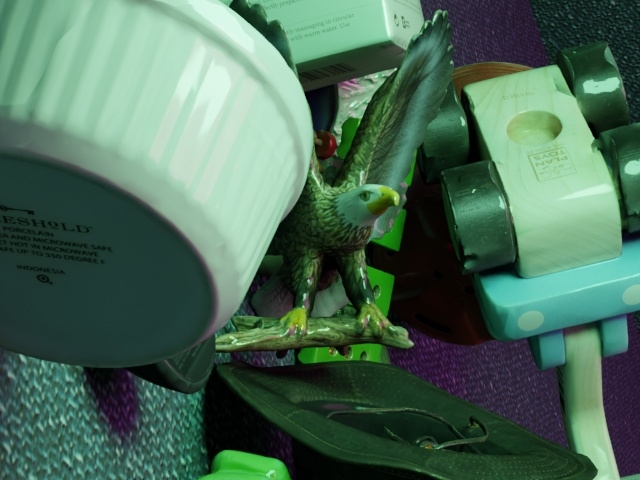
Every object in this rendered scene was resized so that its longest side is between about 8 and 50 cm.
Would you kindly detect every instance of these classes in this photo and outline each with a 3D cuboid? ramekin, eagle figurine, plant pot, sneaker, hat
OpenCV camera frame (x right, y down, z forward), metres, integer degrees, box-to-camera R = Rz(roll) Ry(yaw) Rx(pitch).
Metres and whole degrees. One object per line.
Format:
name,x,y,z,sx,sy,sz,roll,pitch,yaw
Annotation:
ramekin,-0.147,-0.035,1.125,0.273,0.273,0.127,59,36,-46
eagle figurine,0.008,-0.051,1.690,0.226,0.225,0.298,11,74,-61
plant pot,0.189,-0.029,2.267,0.265,0.272,0.272,-63,137,-54
sneaker,0.011,-0.154,2.003,0.146,0.102,0.293,32,-55,56
hat,0.059,0.203,1.626,0.331,0.331,0.134,-22,126,-74

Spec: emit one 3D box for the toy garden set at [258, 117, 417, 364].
toy garden set,0.000,0.000,1.873,0.204,0.049,0.244,21,78,-52

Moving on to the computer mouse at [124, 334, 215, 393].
computer mouse,-0.157,-0.016,1.419,0.262,0.060,0.184,56,28,-23

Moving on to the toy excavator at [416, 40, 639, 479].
toy excavator,0.259,0.084,1.998,0.433,0.222,0.445,-107,-177,-48

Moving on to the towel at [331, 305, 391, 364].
towel,0.045,0.117,2.039,0.110,0.027,0.148,-27,104,-72

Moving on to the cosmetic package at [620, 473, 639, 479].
cosmetic package,0.348,0.493,2.227,0.393,0.327,0.329,-51,126,-71

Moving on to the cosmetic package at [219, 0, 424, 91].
cosmetic package,-0.037,-0.332,1.819,0.155,0.197,0.365,7,72,-72

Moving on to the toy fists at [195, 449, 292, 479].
toy fists,-0.048,0.295,1.469,0.142,0.096,0.279,53,30,-53
